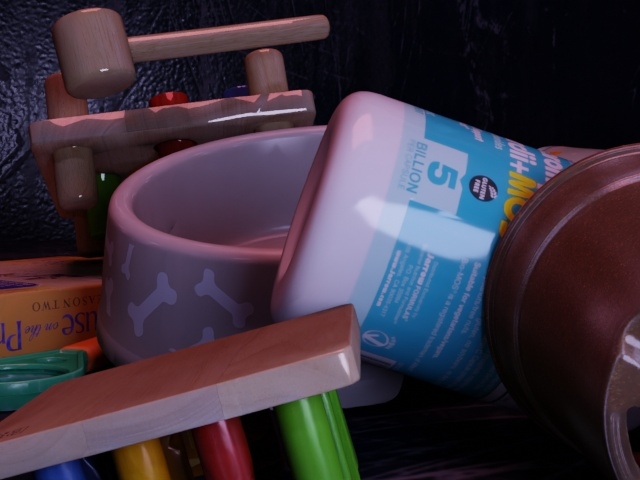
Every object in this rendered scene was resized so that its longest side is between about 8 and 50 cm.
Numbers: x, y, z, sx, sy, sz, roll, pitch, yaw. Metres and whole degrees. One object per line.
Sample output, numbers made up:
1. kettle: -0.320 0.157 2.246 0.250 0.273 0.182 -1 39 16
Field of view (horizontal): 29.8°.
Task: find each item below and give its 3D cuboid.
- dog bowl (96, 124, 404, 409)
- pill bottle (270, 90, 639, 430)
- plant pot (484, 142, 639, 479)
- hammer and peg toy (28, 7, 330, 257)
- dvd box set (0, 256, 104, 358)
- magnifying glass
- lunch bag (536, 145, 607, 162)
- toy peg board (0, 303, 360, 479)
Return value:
1. dog bowl: 0.000 0.000 0.903 0.349 0.102 0.349 -3 21 1
2. pill bottle: 0.115 0.022 0.683 0.264 0.146 0.146 18 1 -6
3. plant pot: 0.166 0.050 0.530 0.167 0.167 0.165 0 12 -1
4. hammer and peg toy: -0.127 -0.090 1.112 0.266 0.127 0.361 -8 -13 -9
5. dvd box set: -0.307 0.060 1.088 0.308 0.062 0.420 2 4 37
6. magnifying glass: -0.191 0.093 0.872 0.092 0.026 0.231 0 5 14
7. lunch bag: 0.194 0.008 1.164 0.262 0.160 0.223 -20 13 -17
8. toy peg board: -0.053 0.094 0.539 0.161 0.079 0.161 -16 2 3
